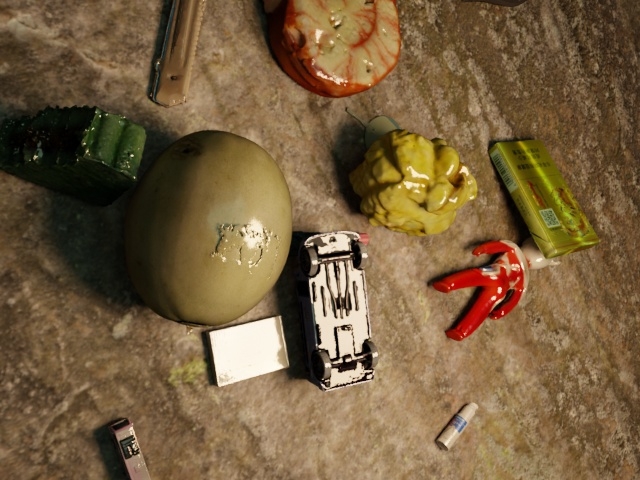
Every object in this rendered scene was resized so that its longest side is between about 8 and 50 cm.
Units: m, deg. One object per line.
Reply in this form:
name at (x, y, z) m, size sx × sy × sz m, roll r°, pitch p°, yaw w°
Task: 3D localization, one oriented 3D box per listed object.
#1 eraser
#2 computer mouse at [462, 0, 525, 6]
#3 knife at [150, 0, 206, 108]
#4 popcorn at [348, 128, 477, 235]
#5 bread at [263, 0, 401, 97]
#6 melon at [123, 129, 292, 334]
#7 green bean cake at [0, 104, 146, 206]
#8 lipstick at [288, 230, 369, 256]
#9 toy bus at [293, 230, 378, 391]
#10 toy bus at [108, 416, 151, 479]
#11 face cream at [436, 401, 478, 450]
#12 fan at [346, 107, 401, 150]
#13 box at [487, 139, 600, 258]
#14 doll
eraser at (-0.134, 0.206, 1.131) m, size 0.150 × 0.023 × 0.104 m, roll -9°, pitch 90°, yaw -31°
computer mouse at (0.427, -0.663, 1.515) m, size 0.264 × 0.088 × 0.147 m, roll -5°, pitch 104°, yaw -32°
knife at (-0.255, -0.417, 1.114) m, size 0.089 × 0.043 × 0.366 m, roll 7°, pitch 83°, yaw 3°
popcorn at (0.182, -0.115, 1.243) m, size 0.256 × 0.254 × 0.195 m, roll 60°, pitch 34°, yaw -41°
bread at (0.031, -0.462, 1.244) m, size 0.295 × 0.114 × 0.328 m, roll -19°, pitch 95°, yaw -32°
melon at (-0.179, -0.011, 0.986) m, size 0.268 × 0.268 × 0.330 m, roll 19°, pitch 83°, yaw -28°
green bean cake at (-0.379, -0.142, 0.916) m, size 0.193 × 0.208 × 0.107 m, roll 23°, pitch 71°, yaw -29°
lipstick at (0.000, 0.000, 1.220) m, size 0.234 × 0.053 × 0.054 m, roll -5°, pitch 88°, yaw -35°
toy bus at (0.020, 0.130, 1.169) m, size 0.125 × 0.133 × 0.292 m, roll -7°, pitch 91°, yaw -26°
toy bus at (-0.311, 0.361, 0.994) m, size 0.036 × 0.052 × 0.131 m, roll -20°, pitch 96°, yaw -29°
face cream at (0.314, 0.419, 1.371) m, size 0.130 × 0.034 × 0.034 m, roll -40°, pitch 105°, yaw -27°
fan at (0.122, -0.239, 1.337) m, size 0.175 × 0.005 × 0.113 m, roll 34°, pitch 70°, yaw -25°
box at (0.551, -0.110, 1.493) m, size 0.172 × 0.043 × 0.311 m, roll -10°, pitch 67°, yaw -31°
doll at (0.432, 0.086, 1.444) m, size 0.383 × 0.099 × 0.189 m, roll -24°, pitch 107°, yaw -27°
